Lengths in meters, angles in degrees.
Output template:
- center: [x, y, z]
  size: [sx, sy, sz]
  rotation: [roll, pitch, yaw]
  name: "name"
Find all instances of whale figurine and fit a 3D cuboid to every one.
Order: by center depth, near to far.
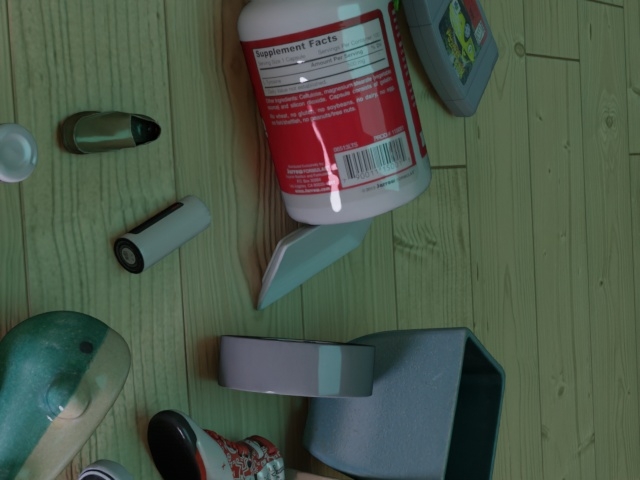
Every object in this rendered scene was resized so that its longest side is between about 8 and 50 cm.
- center: [-0.326, 0.193, 1.171]
  size: [0.141, 0.216, 0.272]
  rotation: [37, 52, -11]
  name: "whale figurine"

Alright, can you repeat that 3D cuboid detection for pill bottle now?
- center: [-0.370, -0.094, 1.164]
  size: [0.065, 0.116, 0.065]
  rotation: [0, 90, -49]
  name: "pill bottle"
- center: [0.012, -0.246, 1.535]
  size: [0.229, 0.229, 0.408]
  rotation: [-32, 113, -45]
  name: "pill bottle"

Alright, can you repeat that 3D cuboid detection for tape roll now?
- center: [-0.033, 0.175, 1.484]
  size: [0.219, 0.219, 0.072]
  rotation: [8, 83, -50]
  name: "tape roll"

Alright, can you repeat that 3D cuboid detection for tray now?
- center: [0.000, 0.000, 1.629]
  size: [0.270, 0.030, 0.145]
  rotation: [-32, 156, -45]
  name: "tray"

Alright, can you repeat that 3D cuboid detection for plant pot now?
- center: [0.120, 0.277, 1.620]
  size: [0.248, 0.252, 0.247]
  rotation: [44, 52, -57]
  name: "plant pot"

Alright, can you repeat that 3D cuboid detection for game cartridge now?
- center: [0.238, -0.377, 1.920]
  size: [0.196, 0.060, 0.294]
  rotation: [-61, 137, -30]
  name: "game cartridge"

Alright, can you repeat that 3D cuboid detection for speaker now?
- center: [-0.208, -0.009, 1.405]
  size: [0.136, 0.055, 0.055]
  rotation: [-37, 117, -43]
  name: "speaker"

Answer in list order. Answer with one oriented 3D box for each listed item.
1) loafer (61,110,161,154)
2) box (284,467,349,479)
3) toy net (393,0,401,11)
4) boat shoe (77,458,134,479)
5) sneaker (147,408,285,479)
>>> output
- center: [-0.263, -0.141, 1.344]
  size: [0.148, 0.050, 0.056]
  rotation: [-19, 104, -49]
  name: "loafer"
- center: [0.060, 0.418, 1.521]
  size: [0.148, 0.311, 0.121]
  rotation: [34, 65, -45]
  name: "box"
- center: [0.093, -0.332, 1.783]
  size: [0.122, 0.045, 0.232]
  rotation: [44, 55, -75]
  name: "toy net"
- center: [-0.280, 0.423, 1.273]
  size: [0.105, 0.113, 0.306]
  rotation: [-5, 103, -64]
  name: "boat shoe"
- center: [-0.137, 0.301, 1.464]
  size: [0.145, 0.090, 0.270]
  rotation: [-48, 128, -40]
  name: "sneaker"
